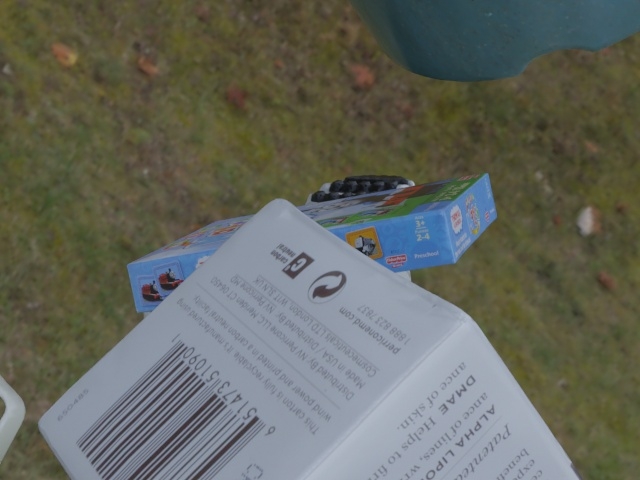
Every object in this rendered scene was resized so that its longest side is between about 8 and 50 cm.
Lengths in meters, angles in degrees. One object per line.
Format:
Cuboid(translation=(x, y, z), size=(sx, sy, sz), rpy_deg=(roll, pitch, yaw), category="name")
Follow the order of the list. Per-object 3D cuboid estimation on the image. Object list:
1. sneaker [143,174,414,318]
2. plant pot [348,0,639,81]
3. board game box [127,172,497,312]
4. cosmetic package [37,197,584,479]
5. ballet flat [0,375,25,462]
Cuboid(translation=(-0.017, 0.038, 1.036), size=(0.110, 0.118, 0.292), rpy_deg=(8, 24, 42), category="sneaker")
Cuboid(translation=(0.071, -0.289, 0.666), size=(0.334, 0.341, 0.341), rpy_deg=(56, 22, -33), category="plant pot")
Cuboid(translation=(0.000, 0.000, 0.848), size=(0.160, 0.211, 0.039), rpy_deg=(-34, 112, -70), category="board game box")
Cuboid(translation=(0.009, 0.111, 0.548), size=(0.151, 0.151, 0.184), rpy_deg=(34, -15, 53), category="cosmetic package")
Cuboid(translation=(-0.230, 0.173, 0.835), size=(0.400, 0.139, 0.139), rpy_deg=(48, 34, 18), category="ballet flat")
